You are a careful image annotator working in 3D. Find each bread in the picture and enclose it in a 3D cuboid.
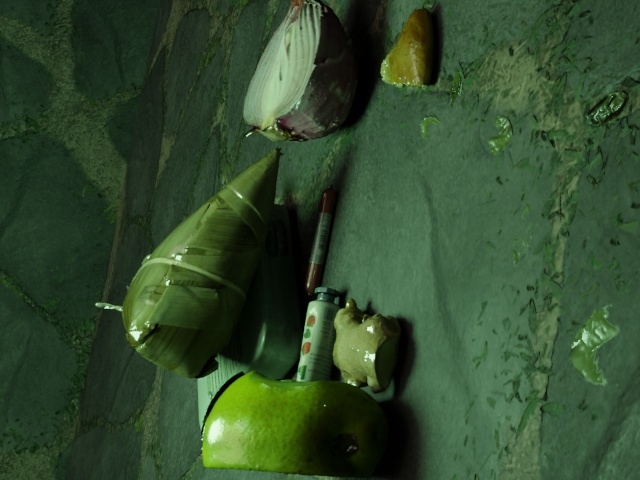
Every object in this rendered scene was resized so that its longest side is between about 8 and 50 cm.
[{"bbox_3d":[0.156,-0.303,1.763,0.136,0.054,0.154,-109,35,-46],"label":"bread"}]

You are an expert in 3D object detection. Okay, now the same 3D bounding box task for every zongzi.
[{"bbox_3d":[-0.236,0.030,2.132,0.467,0.218,0.500,-57,15,-7],"label":"zongzi"}]

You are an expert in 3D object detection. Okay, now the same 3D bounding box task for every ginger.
[{"bbox_3d":[0.065,0.177,1.709,0.213,0.074,0.137,20,88,63],"label":"ginger"}]

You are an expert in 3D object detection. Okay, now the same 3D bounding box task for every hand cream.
[{"bbox_3d":[-0.008,0.222,1.854,0.059,0.095,0.276,-3,70,39],"label":"hand cream"}]

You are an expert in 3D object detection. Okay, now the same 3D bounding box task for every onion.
[{"bbox_3d":[-0.009,-0.348,2.038,0.267,0.159,0.348,-1,71,55],"label":"onion"}]

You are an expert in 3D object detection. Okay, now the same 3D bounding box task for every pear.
[{"bbox_3d":[-0.018,0.294,1.632,0.292,0.292,0.159,165,114,-64],"label":"pear"}]

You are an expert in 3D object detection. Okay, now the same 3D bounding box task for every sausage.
[{"bbox_3d":[0.000,0.000,1.998,0.029,0.029,0.223,5,83,67],"label":"sausage"}]

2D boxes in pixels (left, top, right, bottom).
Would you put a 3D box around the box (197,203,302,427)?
[{"bbox_3d":[-0.163,0.167,2.194,0.396,0.111,0.396,125,148,-44],"label":"box"}]
